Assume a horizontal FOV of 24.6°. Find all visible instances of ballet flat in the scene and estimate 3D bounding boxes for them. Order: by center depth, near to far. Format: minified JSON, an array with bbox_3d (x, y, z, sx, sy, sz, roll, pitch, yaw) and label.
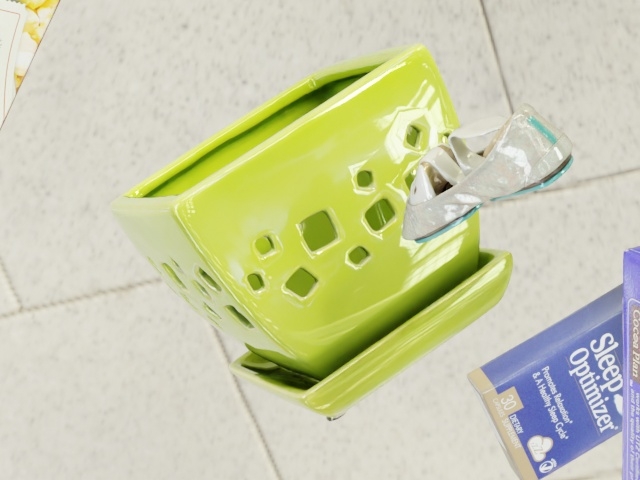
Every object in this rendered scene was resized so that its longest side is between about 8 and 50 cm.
[{"bbox_3d":[0.091,-0.045,0.900,0.052,0.057,0.168,47,147,-10],"label":"ballet flat"}]

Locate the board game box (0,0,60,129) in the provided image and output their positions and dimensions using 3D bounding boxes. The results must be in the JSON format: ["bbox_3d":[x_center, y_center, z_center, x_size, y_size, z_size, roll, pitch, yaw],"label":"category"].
[{"bbox_3d":[-0.143,-0.048,0.489,0.045,0.147,0.193,21,102,-26],"label":"board game box"}]

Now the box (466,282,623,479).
[{"bbox_3d":[0.255,0.117,1.325,0.225,0.036,0.136,-31,126,-4],"label":"box"}]

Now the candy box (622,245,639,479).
[{"bbox_3d":[0.291,0.158,0.720,0.122,0.317,0.268,-14,113,-24],"label":"candy box"}]

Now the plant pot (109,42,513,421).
[{"bbox_3d":[0.000,0.000,1.122,0.228,0.227,0.207,-33,102,-16],"label":"plant pot"}]
